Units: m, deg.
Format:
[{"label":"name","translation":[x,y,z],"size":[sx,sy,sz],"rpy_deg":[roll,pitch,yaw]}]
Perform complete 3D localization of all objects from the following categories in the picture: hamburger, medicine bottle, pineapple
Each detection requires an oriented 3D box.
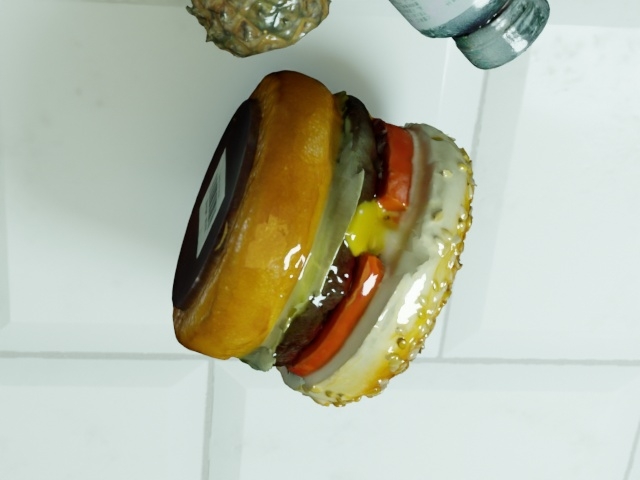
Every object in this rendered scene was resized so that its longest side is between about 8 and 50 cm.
[{"label":"hamburger","translation":[0.000,0.000,1.367],"size":[0.250,0.330,0.330],"rpy_deg":[20,117,-12]},{"label":"medicine bottle","translation":[0.104,-0.300,1.300],"size":[0.141,0.141,0.293],"rpy_deg":[-38,117,16]},{"label":"pineapple","translation":[-0.110,-0.324,1.259],"size":[0.170,0.141,0.310],"rpy_deg":[-42,120,-24]}]
